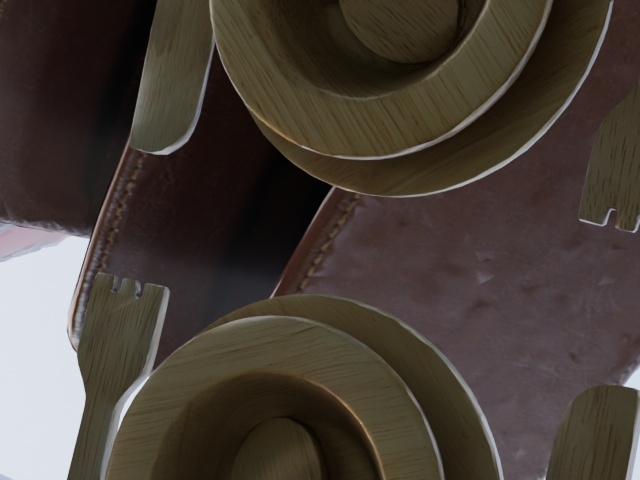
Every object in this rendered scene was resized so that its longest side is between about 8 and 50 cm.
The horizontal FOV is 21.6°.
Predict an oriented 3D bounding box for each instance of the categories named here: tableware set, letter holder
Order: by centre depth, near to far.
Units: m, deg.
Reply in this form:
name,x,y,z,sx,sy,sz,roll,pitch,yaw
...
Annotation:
name,x,y,z,sx,sy,sz,roll,pitch,yaw
tableware set,0.000,0.000,0.324,0.128,0.039,0.194,10,-92,29
letter holder,0.014,-0.053,0.534,0.214,0.152,0.302,13,-50,-25

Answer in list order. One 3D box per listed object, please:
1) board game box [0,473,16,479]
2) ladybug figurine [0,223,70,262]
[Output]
name,x,y,z,sx,sy,sz,roll,pitch,yaw
board game box,-0.365,0.279,1.003,0.318,0.066,0.318,5,-106,9
ladybug figurine,-0.139,-0.095,0.807,0.449,0.305,0.162,-23,-102,-14
